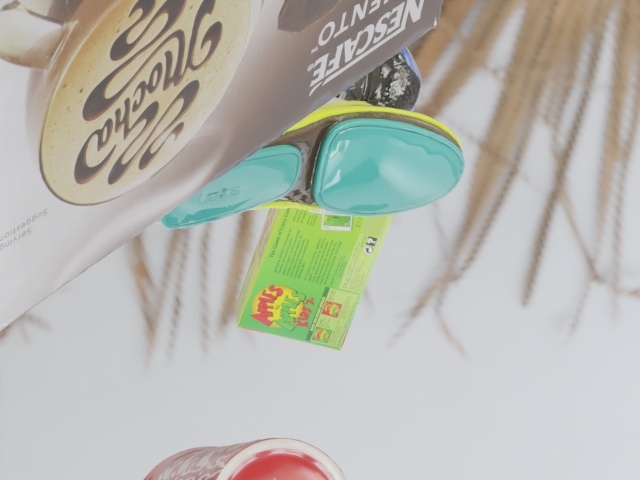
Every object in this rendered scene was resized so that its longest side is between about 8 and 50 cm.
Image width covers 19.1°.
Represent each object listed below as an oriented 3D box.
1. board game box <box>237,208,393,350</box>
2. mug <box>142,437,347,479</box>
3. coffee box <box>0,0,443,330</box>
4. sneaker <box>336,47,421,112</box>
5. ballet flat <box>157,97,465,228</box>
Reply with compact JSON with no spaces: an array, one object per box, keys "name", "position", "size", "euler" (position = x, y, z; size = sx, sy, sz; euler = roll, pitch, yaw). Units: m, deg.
[{"name":"board game box","position":[0.000,0.000,1.561],"size":[0.043,0.092,0.181],"euler":[-91,18,-56]},{"name":"mug","position":[-0.040,0.192,1.178],"size":[0.150,0.113,0.169],"euler":[68,159,5]},{"name":"coffee box","position":[-0.068,-0.118,0.773],"size":[0.119,0.297,0.168],"euler":[32,136,23]},{"name":"sneaker","position":[-0.008,-0.161,1.685],"size":[0.330,0.147,0.129],"euler":[24,94,53]},{"name":"ballet flat","position":[-0.019,-0.056,1.141],"size":[0.077,0.231,0.077],"euler":[49,133,40]}]
